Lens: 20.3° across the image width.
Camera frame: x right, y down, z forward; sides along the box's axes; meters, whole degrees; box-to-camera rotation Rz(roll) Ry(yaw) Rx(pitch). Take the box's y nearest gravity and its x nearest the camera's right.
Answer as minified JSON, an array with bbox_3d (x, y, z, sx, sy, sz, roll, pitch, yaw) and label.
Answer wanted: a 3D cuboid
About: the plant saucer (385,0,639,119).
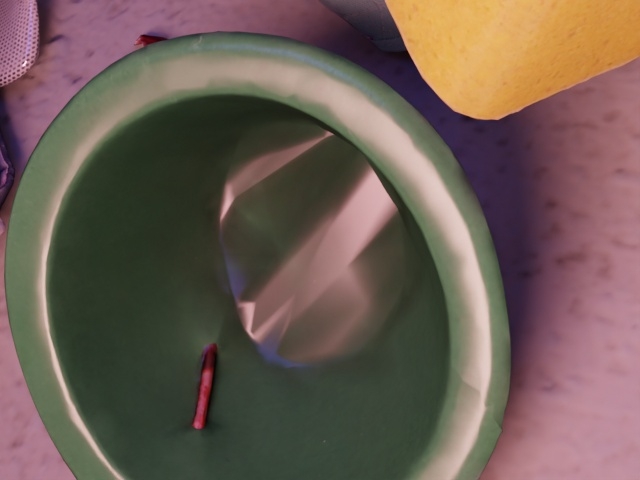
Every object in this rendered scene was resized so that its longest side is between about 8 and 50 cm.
[{"bbox_3d":[0.128,-0.250,0.549,0.332,0.081,0.333,-23,89,-15],"label":"plant saucer"}]

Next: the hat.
[{"bbox_3d":[0.000,0.000,0.648,0.173,0.183,0.209,-19,92,21],"label":"hat"}]

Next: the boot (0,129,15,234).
[{"bbox_3d":[-0.162,0.006,0.690,0.086,0.069,0.190,-29,48,12],"label":"boot"}]

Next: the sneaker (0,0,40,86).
[{"bbox_3d":[-0.134,-0.193,0.786,0.365,0.137,0.210,-29,50,10],"label":"sneaker"}]

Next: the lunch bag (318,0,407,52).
[{"bbox_3d":[0.002,-0.228,0.668,0.160,0.223,0.262,2,65,43],"label":"lunch bag"}]
